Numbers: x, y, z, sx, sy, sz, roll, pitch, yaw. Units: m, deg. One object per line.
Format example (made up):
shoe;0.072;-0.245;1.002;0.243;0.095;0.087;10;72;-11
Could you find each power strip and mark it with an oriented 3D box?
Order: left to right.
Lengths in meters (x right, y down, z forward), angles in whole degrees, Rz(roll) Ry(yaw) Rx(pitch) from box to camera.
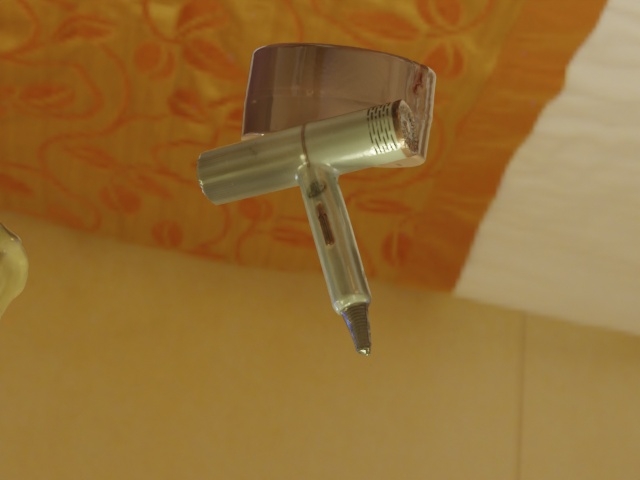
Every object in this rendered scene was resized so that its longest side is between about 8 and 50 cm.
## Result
power strip;0.012;-0.104;1.112;0.154;0.078;0.154;6;177;0

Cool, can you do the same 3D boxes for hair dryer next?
hair dryer;-0.007;0.003;0.946;0.155;0.183;0.044;-13;153;22

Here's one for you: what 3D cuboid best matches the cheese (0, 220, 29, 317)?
cheese;-0.379;-0.005;1.023;0.384;0.104;0.384;21;147;14
